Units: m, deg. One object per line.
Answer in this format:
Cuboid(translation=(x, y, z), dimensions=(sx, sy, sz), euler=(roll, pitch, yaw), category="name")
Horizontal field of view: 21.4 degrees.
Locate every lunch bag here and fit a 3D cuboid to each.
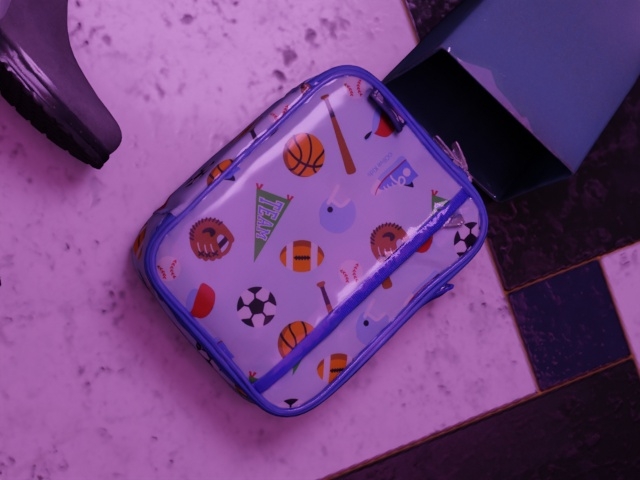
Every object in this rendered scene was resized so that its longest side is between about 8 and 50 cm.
Cuboid(translation=(0.000, 0.000, 1.540), dimensions=(0.303, 0.115, 0.243), euler=(-42, 100, -11), category="lunch bag")

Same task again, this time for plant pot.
Cuboid(translation=(0.207, -0.186, 1.575), dimensions=(0.166, 0.165, 0.234), euler=(42, 72, -9), category="plant pot")

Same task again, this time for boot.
Cuboid(translation=(-0.230, -0.250, 1.490), dimensions=(0.223, 0.118, 0.338), euler=(-39, 98, -15), category="boot")

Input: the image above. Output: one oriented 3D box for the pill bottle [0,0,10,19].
Cuboid(translation=(-0.410, -0.292, 1.312), dimensions=(0.363, 0.210, 0.210), euler=(13, 85, -8), category="pill bottle")
